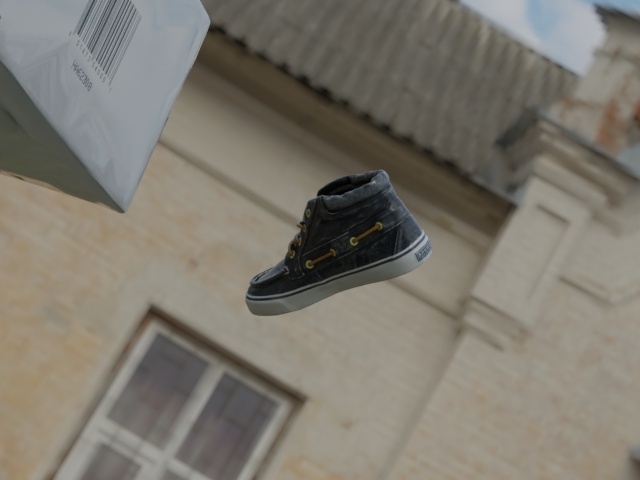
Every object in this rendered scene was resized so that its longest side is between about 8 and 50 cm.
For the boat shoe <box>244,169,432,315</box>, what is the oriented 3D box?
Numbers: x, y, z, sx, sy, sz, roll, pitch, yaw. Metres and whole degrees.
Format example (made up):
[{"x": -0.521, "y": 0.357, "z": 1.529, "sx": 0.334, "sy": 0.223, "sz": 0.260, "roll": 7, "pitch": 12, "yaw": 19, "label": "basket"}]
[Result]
[{"x": 0.000, "y": 0.000, "z": 1.394, "sx": 0.183, "sy": 0.065, "sz": 0.083, "roll": -20, "pitch": -74, "yaw": 34, "label": "boat shoe"}]

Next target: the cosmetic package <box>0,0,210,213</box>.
[{"x": -0.210, "y": -0.144, "z": 0.924, "sx": 0.224, "sy": 0.138, "sz": 0.224, "roll": 15, "pitch": -19, "yaw": 19, "label": "cosmetic package"}]
